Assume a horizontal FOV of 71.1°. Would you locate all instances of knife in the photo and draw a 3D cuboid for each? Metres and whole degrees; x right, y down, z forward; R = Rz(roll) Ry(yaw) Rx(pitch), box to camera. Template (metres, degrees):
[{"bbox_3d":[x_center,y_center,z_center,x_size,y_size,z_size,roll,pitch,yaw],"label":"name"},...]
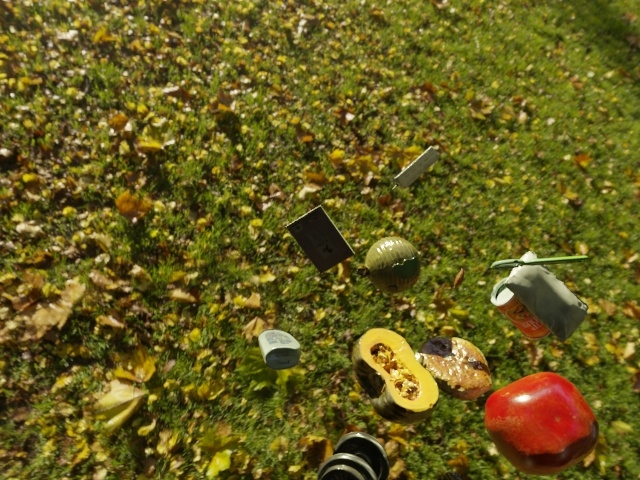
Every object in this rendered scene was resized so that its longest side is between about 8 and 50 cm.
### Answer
[{"bbox_3d":[0.512,0.048,1.043,0.213,0.054,0.015,-4,67,9],"label":"knife"}]

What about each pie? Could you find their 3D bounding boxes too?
[{"bbox_3d":[0.527,0.486,1.761,0.316,0.092,0.315,8,29,-4],"label":"pie"}]

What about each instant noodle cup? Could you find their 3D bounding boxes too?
[{"bbox_3d":[0.779,0.248,1.730,0.212,0.193,0.193,35,56,-14],"label":"instant noodle cup"}]

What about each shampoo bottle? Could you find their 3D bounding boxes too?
[{"bbox_3d":[-0.145,0.377,1.591,0.135,0.359,0.078,-3,89,-11],"label":"shampoo bottle"}]

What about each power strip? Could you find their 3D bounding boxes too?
[{"bbox_3d":[0.386,-0.289,1.818,0.253,0.027,0.060,-42,104,-8],"label":"power strip"}]

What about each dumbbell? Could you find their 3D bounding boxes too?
[{"bbox_3d":[0.103,0.705,1.351,0.192,0.192,0.290,54,17,13],"label":"dumbbell"}]

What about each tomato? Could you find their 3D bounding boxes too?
[{"bbox_3d":[0.721,0.599,1.477,0.326,0.289,0.292,-19,61,-2],"label":"tomato"}]

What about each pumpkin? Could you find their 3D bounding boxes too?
[{"bbox_3d":[0.247,0.427,1.424,0.222,0.139,0.317,-12,42,-29],"label":"pumpkin"}]

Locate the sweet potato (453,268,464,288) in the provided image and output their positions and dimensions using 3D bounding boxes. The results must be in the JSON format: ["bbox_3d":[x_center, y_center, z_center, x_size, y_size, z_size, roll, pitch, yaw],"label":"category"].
[{"bbox_3d":[0.627,0.174,2.017,0.034,0.034,0.094,19,98,-9],"label":"sweet potato"}]

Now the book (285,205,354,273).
[{"bbox_3d":[0.000,0.000,1.297,0.181,0.127,0.014,54,22,-13],"label":"book"}]

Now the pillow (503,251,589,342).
[{"bbox_3d":[0.593,0.146,1.172,0.128,0.051,0.229,-44,89,-13],"label":"pillow"}]

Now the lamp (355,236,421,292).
[{"bbox_3d":[0.286,0.110,1.907,0.285,0.250,0.250,-13,68,-13],"label":"lamp"}]

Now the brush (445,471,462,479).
[{"bbox_3d":[0.467,0.807,1.405,0.028,0.034,0.190,-26,70,-36],"label":"brush"}]
